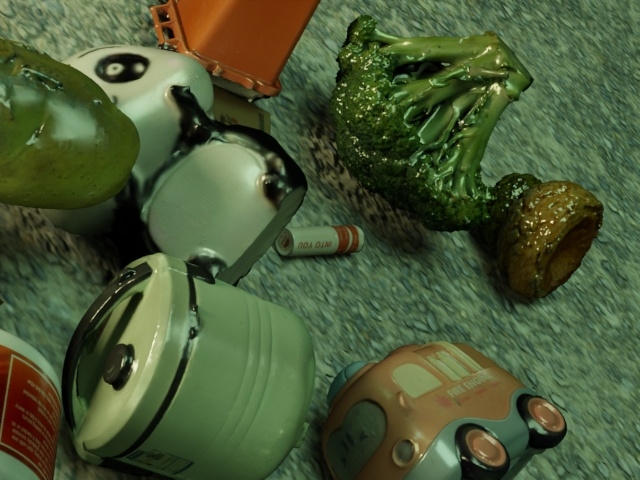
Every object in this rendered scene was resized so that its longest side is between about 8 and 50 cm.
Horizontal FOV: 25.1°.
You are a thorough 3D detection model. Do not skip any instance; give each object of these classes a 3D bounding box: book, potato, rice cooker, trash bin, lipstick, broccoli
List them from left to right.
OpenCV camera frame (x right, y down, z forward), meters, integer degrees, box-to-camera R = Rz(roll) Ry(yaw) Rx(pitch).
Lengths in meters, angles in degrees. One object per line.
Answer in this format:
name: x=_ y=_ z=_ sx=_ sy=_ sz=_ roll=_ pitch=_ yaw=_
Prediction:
potato: x=-0.300 y=-0.118 z=1.439 sx=0.248 sy=0.143 sz=0.169 roll=21 pitch=62 yaw=-21
rice cooker: x=-0.144 y=0.138 z=1.482 sx=0.244 sy=0.226 sz=0.226 roll=22 pitch=42 yaw=-30
book: x=-0.152 y=-0.163 z=1.915 sx=0.199 sy=0.016 sz=0.138 roll=24 pitch=41 yaw=-25
trash bin: x=-0.100 y=-0.327 z=1.924 sx=0.184 sy=0.238 sz=0.161 roll=18 pitch=33 yaw=-29
lipstick: x=0.000 y=0.000 z=1.885 sx=0.131 sy=0.038 sz=0.038 roll=-3 pitch=58 yaw=-44
broccoli: x=0.153 y=-0.171 z=1.997 sx=0.321 sy=0.283 sz=0.303 roll=44 pitch=22 yaw=-32

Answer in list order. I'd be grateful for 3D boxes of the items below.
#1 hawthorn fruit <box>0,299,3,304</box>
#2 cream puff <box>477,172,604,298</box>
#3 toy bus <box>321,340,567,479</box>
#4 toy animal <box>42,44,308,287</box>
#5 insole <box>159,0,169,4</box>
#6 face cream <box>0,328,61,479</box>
hawthorn fruit: x=-0.447 y=0.065 z=1.360 sx=0.286 sy=0.165 sz=0.165 roll=-7 pitch=57 yaw=-19
cream puff: x=0.299 y=-0.024 z=2.110 sx=0.169 sy=0.183 sz=0.183 roll=37 pitch=32 yaw=27
toy bus: x=0.127 y=0.224 z=1.677 sx=0.288 sy=0.194 sz=0.232 roll=-15 pitch=58 yaw=-48
toy animal: x=-0.194 y=-0.080 z=1.634 sx=0.310 sy=0.251 sz=0.251 roll=42 pitch=37 yaw=5
insole: x=-0.299 y=-0.437 z=2.040 sx=0.309 sy=0.012 sz=0.110 roll=42 pitch=36 yaw=-5
face cream: x=-0.333 y=0.195 z=1.254 sx=0.201 sy=0.201 sz=0.187 roll=24 pitch=42 yaw=-26
